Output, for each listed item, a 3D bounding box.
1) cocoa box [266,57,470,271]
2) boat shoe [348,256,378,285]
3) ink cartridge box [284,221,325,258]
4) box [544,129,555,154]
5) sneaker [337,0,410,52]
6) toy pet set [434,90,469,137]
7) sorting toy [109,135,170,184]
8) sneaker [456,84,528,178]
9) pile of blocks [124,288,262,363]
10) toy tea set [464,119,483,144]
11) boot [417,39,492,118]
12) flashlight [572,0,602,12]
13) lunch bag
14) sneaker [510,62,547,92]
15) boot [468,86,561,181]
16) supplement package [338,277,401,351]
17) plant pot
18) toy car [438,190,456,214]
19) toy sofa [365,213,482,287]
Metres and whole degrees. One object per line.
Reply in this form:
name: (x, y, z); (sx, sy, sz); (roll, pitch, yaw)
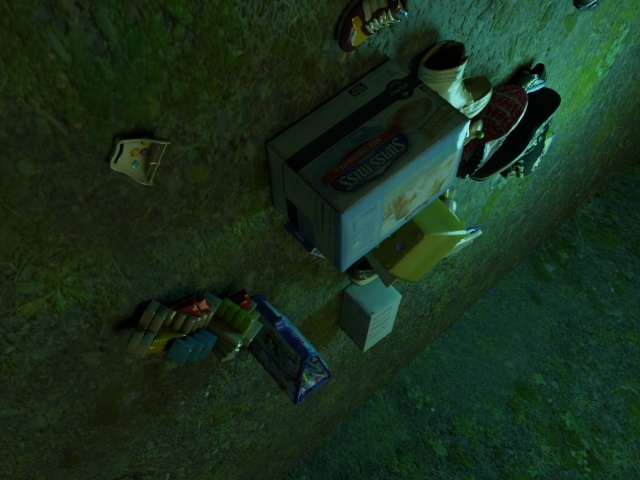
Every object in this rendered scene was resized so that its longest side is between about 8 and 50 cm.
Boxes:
cocoa box: (0.097, -0.153, 1.366); (0.347, 0.228, 0.231); (-37, 155, -19)
boat shoe: (0.185, 0.063, 2.031); (0.223, 0.080, 0.073); (-27, 156, -26)
ink cartridge box: (0.000, 0.000, 1.612); (0.046, 0.097, 0.207); (-49, 155, 9)
box: (0.766, -0.325, 2.402); (0.179, 0.043, 0.105); (-30, 151, -28)
sneaker: (0.104, -0.401, 1.164); (0.186, 0.084, 0.069); (-55, 154, 19)
toy pet set: (0.265, -0.243, 1.459); (0.065, 0.114, 0.122); (-37, 148, -14)
sorting toy: (-0.284, -0.131, 1.023); (0.075, 0.045, 0.083); (-3, 133, -47)
sneaker: (0.467, -0.311, 1.865); (0.112, 0.121, 0.299); (-29, 160, -53)
pile of blocks: (-0.243, 0.177, 1.439); (0.362, 0.149, 0.113); (-9, 138, -53)
toy tea set: (0.308, -0.244, 1.689); (0.336, 0.124, 0.200); (-33, 153, -25)
boot: (0.313, -0.371, 1.532); (0.261, 0.095, 0.204); (-24, 150, -21)
flashlight: (0.645, -0.636, 1.658); (0.304, 0.103, 0.103); (-6, 95, -60)
lunch bag: (-0.090, 0.267, 1.735); (0.138, 0.221, 0.293); (-37, 155, -18)
sneaker: (0.569, -0.447, 1.884); (0.188, 0.067, 0.078); (-33, 132, -22)
boot: (0.601, -0.279, 2.108); (0.377, 0.138, 0.284); (-47, 157, -10)
supplement package: (0.159, 0.232, 2.182); (0.133, 0.139, 0.244); (-33, 154, -24)
plant pot: (0.214, -0.024, 1.731); (0.212, 0.212, 0.187); (-46, 161, 24)
toy car: (0.308, -0.114, 1.905); (0.136, 0.159, 0.182); (-7, 151, 0)
toy sofa: (0.309, -0.005, 1.997); (0.362, 0.150, 0.177); (-19, 160, -44)
